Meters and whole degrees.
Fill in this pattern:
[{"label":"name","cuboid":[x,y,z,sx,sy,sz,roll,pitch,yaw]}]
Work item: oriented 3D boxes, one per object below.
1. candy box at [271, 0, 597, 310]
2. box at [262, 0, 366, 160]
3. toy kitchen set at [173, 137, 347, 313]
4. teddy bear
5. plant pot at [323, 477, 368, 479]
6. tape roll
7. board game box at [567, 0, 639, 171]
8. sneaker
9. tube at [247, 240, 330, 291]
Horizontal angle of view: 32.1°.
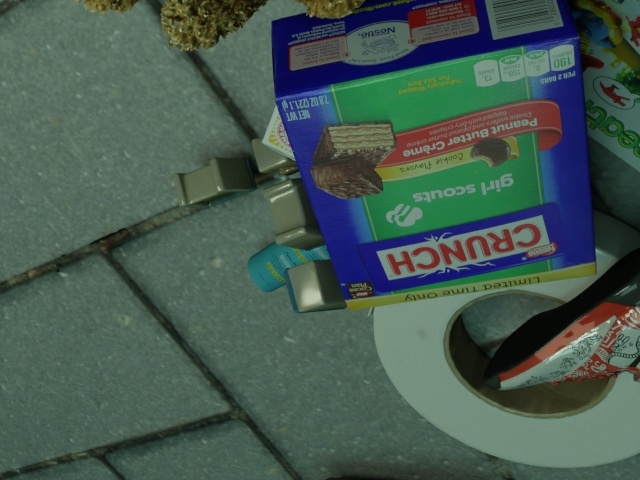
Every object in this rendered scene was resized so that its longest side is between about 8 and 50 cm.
[{"label":"candy box","cuboid":[0.118,-0.083,1.079,0.268,0.122,0.317,-10,139,9]},{"label":"box","cuboid":[0.028,-0.179,1.162,0.103,0.114,0.203,26,135,1]},{"label":"toy kitchen set","cuboid":[-0.060,-0.003,1.327,0.166,0.122,0.207,-19,80,27]},{"label":"teddy bear","cuboid":[-0.101,-0.294,1.045,0.338,0.245,0.113,28,160,39]},{"label":"plant pot","cuboid":[0.100,0.445,1.600,0.254,0.237,0.237,21,135,27]},{"label":"tape roll","cuboid":[0.254,0.119,1.342,0.392,0.072,0.392,13,132,14]},{"label":"board game box","cuboid":[0.307,-0.185,1.076,0.305,0.053,0.193,34,134,-6]},{"label":"sneaker","cuboid":[0.310,0.129,1.216,0.145,0.090,0.270,41,129,-9]},{"label":"tube","cuboid":[0.000,0.000,1.374,0.207,0.052,0.080,-30,117,32]}]
